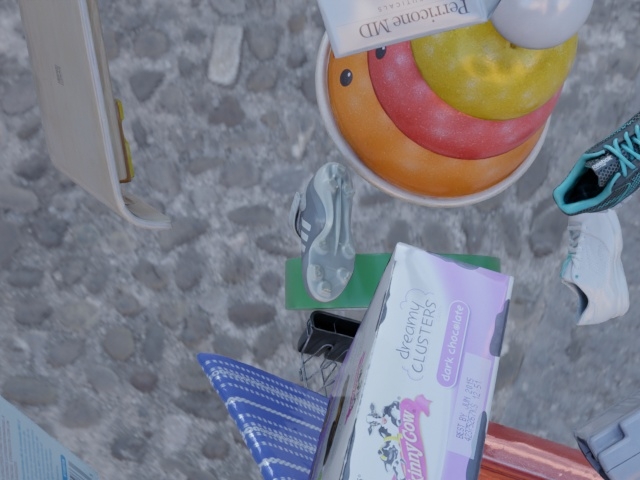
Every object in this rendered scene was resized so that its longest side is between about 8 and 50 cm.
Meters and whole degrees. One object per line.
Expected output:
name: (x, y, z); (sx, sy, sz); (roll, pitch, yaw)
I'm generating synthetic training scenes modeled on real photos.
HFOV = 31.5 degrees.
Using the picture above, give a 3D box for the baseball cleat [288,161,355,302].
baseball cleat: (0.000, 0.000, 1.481); (0.072, 0.109, 0.205); (24, 57, -23)

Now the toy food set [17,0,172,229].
toy food set: (-0.220, -0.176, 1.145); (0.092, 0.306, 0.220); (-18, 25, -25)

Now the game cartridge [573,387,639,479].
game cartridge: (0.306, 0.130, 0.926); (0.198, 0.297, 0.062); (-28, 78, 5)

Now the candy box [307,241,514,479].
candy box: (0.038, 0.121, 0.648); (0.070, 0.196, 0.164); (17, 61, -1)

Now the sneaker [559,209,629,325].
sneaker: (0.380, 0.022, 1.628); (0.094, 0.080, 0.212); (-19, 101, -18)

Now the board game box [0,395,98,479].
board game box: (-0.169, 0.117, 0.340); (0.098, 0.303, 0.224); (-26, 47, 5)

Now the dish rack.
dish rack: (0.073, 0.242, 1.622); (0.208, 0.074, 0.271); (16, 41, -27)

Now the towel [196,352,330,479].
towel: (0.035, 0.243, 0.963); (0.040, 0.243, 0.336); (-48, 45, 12)

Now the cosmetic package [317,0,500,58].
cosmetic package: (0.074, -0.287, 1.039); (0.151, 0.151, 0.183); (-10, 111, 24)

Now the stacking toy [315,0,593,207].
stacking toy: (0.207, -0.254, 1.417); (0.351, 0.480, 0.350); (3, 79, -13)

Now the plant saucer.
plant saucer: (0.238, 0.355, 1.305); (0.258, 0.048, 0.259); (16, 108, 19)

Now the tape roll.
tape roll: (0.107, 0.066, 1.685); (0.321, 0.321, 0.077); (0, 85, 6)

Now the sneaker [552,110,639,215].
sneaker: (0.258, -0.069, 0.944); (0.076, 0.166, 0.065); (-20, 68, -43)
